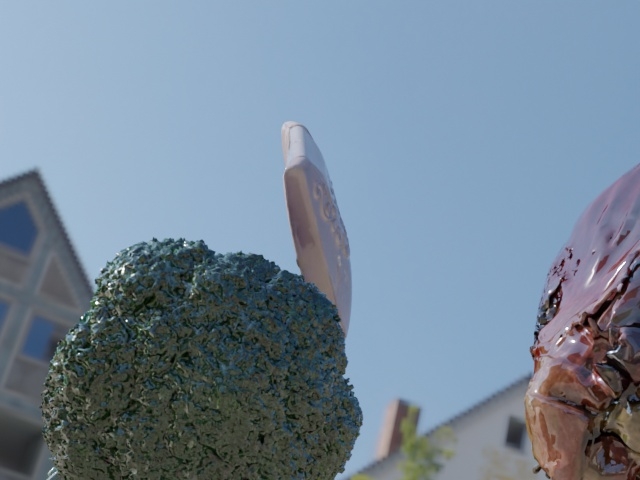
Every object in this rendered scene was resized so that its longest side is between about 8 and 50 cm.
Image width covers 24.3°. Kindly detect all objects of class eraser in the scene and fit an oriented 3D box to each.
[{"bbox_3d":[0.001,0.000,1.662,0.059,0.204,0.243,-14,-71,2],"label":"eraser"}]

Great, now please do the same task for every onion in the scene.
[{"bbox_3d":[0.233,0.077,0.739,0.281,0.281,0.221,26,-52,-17],"label":"onion"}]

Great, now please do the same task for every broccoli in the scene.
[{"bbox_3d":[-0.121,0.138,1.369,0.297,0.297,0.297,27,-12,-20],"label":"broccoli"}]

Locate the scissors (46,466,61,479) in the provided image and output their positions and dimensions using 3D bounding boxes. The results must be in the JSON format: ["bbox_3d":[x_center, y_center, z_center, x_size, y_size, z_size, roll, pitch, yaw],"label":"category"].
[{"bbox_3d":[-0.269,0.242,1.678,0.029,0.447,0.192,48,-41,-1],"label":"scissors"}]
